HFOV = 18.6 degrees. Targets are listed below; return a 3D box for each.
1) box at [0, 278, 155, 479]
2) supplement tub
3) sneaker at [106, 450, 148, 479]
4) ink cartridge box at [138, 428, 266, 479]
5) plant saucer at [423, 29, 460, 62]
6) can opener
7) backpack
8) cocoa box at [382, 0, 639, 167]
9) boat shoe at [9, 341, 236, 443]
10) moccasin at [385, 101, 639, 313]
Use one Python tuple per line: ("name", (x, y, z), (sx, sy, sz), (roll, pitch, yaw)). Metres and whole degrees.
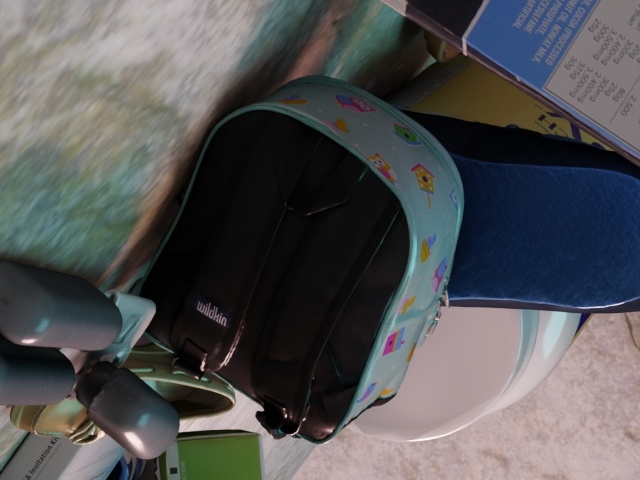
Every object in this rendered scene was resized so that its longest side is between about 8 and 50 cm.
("box", (-0.138, 0.105, 1.297), (0.186, 0.038, 0.145), (-55, 171, 10))
("supplement tub", (0.108, -0.005, 1.507), (0.241, 0.241, 0.331), (-57, 172, 29))
("sneaker", (-0.181, 0.203, 1.444), (0.144, 0.053, 0.059), (-61, 176, -5))
("ink cartridge box", (-0.082, 0.246, 1.515), (0.255, 0.097, 0.189), (159, -73, -79))
("plant saucer", (0.135, -0.222, 1.450), (0.200, 0.037, 0.200), (-51, 172, -11))
("can opener", (-0.124, 0.060, 1.007), (0.074, 0.093, 0.280), (-52, 168, 0))
("backpack", (0.000, 0.000, 1.147), (0.144, 0.166, 0.188), (-32, 149, -47))
("cocoa box", (0.204, -0.171, 1.084), (0.231, 0.228, 0.347), (-58, 160, 11))
("boat shoe", (-0.117, 0.095, 1.179), (0.153, 0.048, 0.056), (-4, 128, -49))
("moccasin", (0.112, -0.008, 1.230), (0.116, 0.342, 0.138), (-4, 106, -44))
